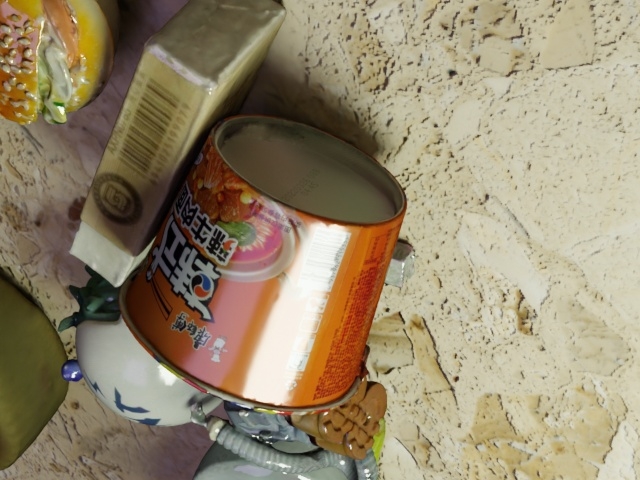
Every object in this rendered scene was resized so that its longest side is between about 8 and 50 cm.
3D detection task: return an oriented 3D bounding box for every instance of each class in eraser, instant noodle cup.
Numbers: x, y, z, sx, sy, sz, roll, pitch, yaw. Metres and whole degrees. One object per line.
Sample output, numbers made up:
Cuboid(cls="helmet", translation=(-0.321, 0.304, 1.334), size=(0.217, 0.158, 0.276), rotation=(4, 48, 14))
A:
Cuboid(cls="eraser", translation=(-0.144, -0.100, 1.581), size=(0.078, 0.144, 0.343), rotation=(36, 140, 3))
Cuboid(cls="instant noodle cup", translation=(-0.041, 0.014, 1.528), size=(0.250, 0.250, 0.192), rotation=(28, 116, 10))

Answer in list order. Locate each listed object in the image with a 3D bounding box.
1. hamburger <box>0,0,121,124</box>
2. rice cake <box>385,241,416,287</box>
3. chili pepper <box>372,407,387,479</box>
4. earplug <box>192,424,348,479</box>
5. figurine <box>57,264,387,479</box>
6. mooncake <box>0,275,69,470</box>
Cuboid(cls="hamburger", translation=(-0.299, -0.218, 1.578), size=(0.237, 0.147, 0.237), rotation=(21, 136, 22))
Cuboid(cls="rice cake", translation=(0.000, 0.000, 1.660), size=(0.206, 0.036, 0.047), rotation=(17, 125, 23))
Cuboid(cls="chili pepper", translation=(0.055, 0.253, 1.863), size=(0.049, 0.043, 0.208), rotation=(26, 141, 33))
Cuboid(cls="earplug", translation=(-0.046, 0.352, 1.855), size=(0.214, 0.175, 0.326), rotation=(-4, 90, 19))
Cuboid(cls="figurine", translation=(-0.111, 0.120, 1.739), size=(0.382, 0.186, 0.261), rotation=(12, 149, 33))
Cuboid(cls="mooncake", translation=(-0.457, 0.148, 2.045), size=(0.284, 0.155, 0.284), rotation=(18, 137, 18))
